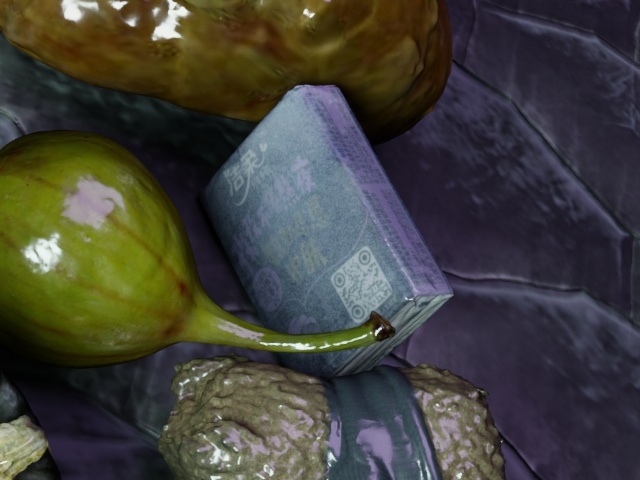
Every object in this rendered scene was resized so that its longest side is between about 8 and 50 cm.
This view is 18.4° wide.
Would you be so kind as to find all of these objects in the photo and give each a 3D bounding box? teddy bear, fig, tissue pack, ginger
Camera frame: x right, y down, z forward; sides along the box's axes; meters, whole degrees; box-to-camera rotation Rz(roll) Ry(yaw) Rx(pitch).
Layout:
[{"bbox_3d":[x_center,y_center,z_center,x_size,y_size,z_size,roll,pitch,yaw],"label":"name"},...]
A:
[{"bbox_3d":[0.038,0.126,1.061,0.251,0.129,0.182,25,3,-17],"label":"teddy bear"},{"bbox_3d":[-0.077,0.023,1.037,0.236,0.124,0.124,19,40,-8],"label":"fig"},{"bbox_3d":[0.000,0.000,1.162,0.051,0.112,0.156,-3,56,-46],"label":"tissue pack"},{"bbox_3d":[-0.038,-0.149,1.225,0.321,0.172,0.165,12,63,-37],"label":"ginger"}]

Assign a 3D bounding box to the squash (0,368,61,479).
[{"bbox_3d":[-0.190,0.118,0.833,0.193,0.156,0.193,14,70,-41],"label":"squash"}]
